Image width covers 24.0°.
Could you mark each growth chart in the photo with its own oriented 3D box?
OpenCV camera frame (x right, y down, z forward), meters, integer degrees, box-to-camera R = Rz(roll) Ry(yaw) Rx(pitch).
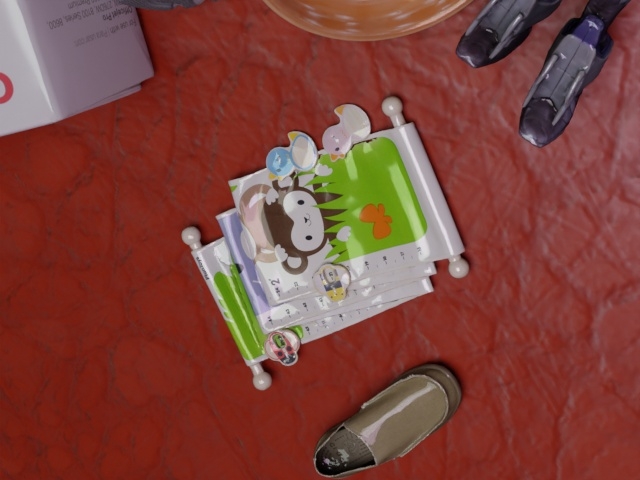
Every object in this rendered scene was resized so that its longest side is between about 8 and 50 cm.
[{"bbox_3d":[0.000,0.000,1.190,0.237,0.021,0.172,-29,94,26],"label":"growth chart"}]

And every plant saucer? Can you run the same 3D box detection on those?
[{"bbox_3d":[0.040,-0.226,1.037,0.200,0.037,0.200,-7,137,-6],"label":"plant saucer"}]

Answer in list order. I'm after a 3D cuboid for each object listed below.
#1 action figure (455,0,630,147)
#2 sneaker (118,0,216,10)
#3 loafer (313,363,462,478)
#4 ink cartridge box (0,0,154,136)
[{"bbox_3d":[0.191,-0.198,0.954,0.185,0.099,0.285,43,136,13],"label":"action figure"},{"bbox_3d":[-0.057,-0.277,1.094,0.281,0.105,0.115,-39,66,26],"label":"sneaker"},{"bbox_3d":[0.051,0.152,1.203,0.148,0.050,0.056,-40,90,27],"label":"loafer"},{"bbox_3d":[-0.333,-0.262,1.150,0.285,0.166,0.395,-11,103,25],"label":"ink cartridge box"}]
